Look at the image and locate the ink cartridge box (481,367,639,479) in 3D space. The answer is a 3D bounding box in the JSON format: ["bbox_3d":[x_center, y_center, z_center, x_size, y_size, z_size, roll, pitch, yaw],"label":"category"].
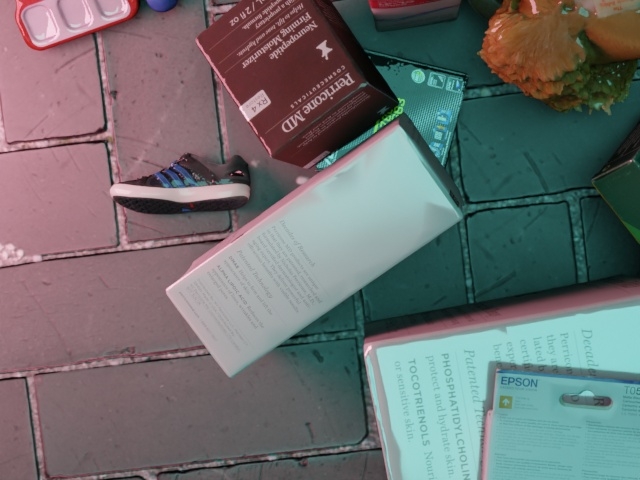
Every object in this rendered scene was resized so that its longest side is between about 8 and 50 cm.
[{"bbox_3d":[0.301,0.265,1.375,0.223,0.045,0.224,5,91,2],"label":"ink cartridge box"}]

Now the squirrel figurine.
[{"bbox_3d":[0.385,-0.359,1.561,0.281,0.370,0.397,38,121,0],"label":"squirrel figurine"}]

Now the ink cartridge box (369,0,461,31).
[{"bbox_3d":[0.113,-0.411,1.562,0.131,0.306,0.226,-9,91,3],"label":"ink cartridge box"}]

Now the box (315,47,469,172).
[{"bbox_3d":[0.103,-0.169,1.700,0.184,0.045,0.191,15,92,0],"label":"box"}]

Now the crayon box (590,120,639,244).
[{"bbox_3d":[0.531,-0.021,1.597,0.323,0.083,0.203,51,50,-7],"label":"crayon box"}]

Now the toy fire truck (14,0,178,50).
[{"bbox_3d":[-0.318,-0.428,1.669,0.302,0.169,0.254,-18,115,3],"label":"toy fire truck"}]

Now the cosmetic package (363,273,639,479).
[{"bbox_3d":[0.276,0.244,1.563,0.393,0.329,0.327,-11,91,2],"label":"cosmetic package"}]

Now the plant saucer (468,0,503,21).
[{"bbox_3d":[0.270,-0.383,1.655,0.168,0.029,0.168,1,87,-28],"label":"plant saucer"}]

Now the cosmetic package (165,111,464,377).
[{"bbox_3d":[0.000,0.000,1.599,0.385,0.217,0.156,-37,95,9],"label":"cosmetic package"}]

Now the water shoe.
[{"bbox_3d":[-0.203,-0.085,1.713,0.203,0.073,0.080,0,70,-2],"label":"water shoe"}]

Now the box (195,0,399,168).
[{"bbox_3d":[-0.029,-0.232,1.613,0.168,0.167,0.203,-36,77,13],"label":"box"}]
